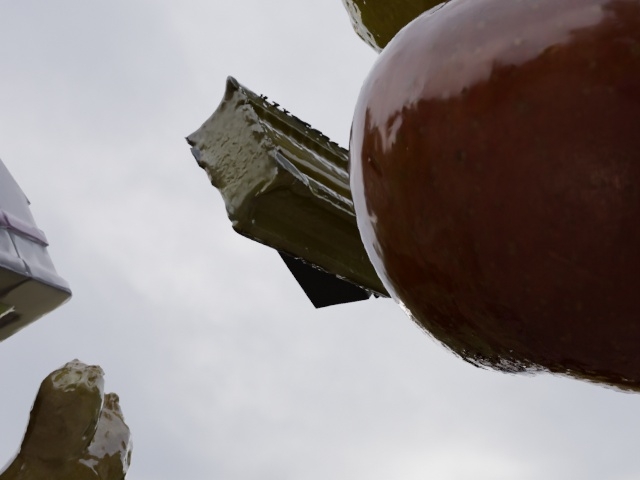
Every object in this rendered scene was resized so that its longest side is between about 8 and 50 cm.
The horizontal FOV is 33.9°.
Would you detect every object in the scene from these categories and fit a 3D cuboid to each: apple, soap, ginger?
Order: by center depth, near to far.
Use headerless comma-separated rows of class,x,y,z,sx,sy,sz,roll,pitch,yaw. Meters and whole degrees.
apple,0.130,-0.017,0.430,0.234,0.173,0.210,-2,-6,30
ginger,-0.213,0.209,0.640,0.065,0.299,0.118,13,-38,30
soap,-0.006,-0.039,0.933,0.076,0.135,0.233,-43,-39,16

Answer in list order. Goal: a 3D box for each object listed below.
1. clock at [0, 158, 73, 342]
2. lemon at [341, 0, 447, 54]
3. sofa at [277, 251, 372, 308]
clock,-0.353,-0.045,0.723,0.235,0.309,0.166,-31,-21,7
lemon,0.178,-0.321,1.144,0.349,0.350,0.387,4,-49,19
sofa,0.000,0.000,1.171,0.085,0.060,0.147,-14,-61,38
